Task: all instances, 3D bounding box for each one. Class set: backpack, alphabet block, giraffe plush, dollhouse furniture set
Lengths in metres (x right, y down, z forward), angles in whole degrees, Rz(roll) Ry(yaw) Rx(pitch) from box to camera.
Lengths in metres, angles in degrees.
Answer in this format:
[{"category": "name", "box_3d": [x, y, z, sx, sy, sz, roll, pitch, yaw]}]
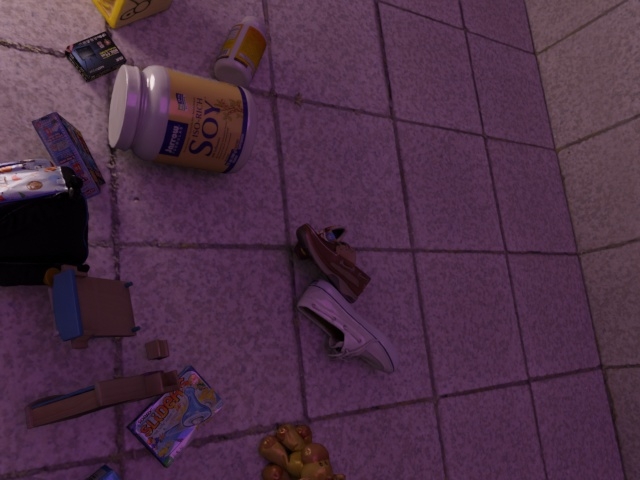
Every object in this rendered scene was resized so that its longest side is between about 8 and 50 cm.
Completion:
[{"category": "backpack", "box_3d": [-0.640, -0.039, 1.125, 0.263, 0.277, 0.213, -18, 48, -37]}, {"category": "alphabet block", "box_3d": [-0.513, -0.724, 1.447, 0.197, 0.192, 0.193, -41, 98, -36]}, {"category": "giraffe plush", "box_3d": [-0.037, 0.584, 1.391, 0.181, 0.170, 0.210, -24, 90, -36]}, {"category": "dollhouse furniture set", "box_3d": [-0.503, 0.222, 1.199, 0.286, 0.198, 0.304, 20, 52, -68]}]

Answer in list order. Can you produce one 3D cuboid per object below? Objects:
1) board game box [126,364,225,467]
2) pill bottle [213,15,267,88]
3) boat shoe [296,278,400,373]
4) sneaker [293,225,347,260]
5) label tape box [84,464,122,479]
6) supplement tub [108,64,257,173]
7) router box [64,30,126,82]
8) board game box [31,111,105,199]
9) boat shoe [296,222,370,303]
[{"category": "board game box", "box_3d": [-0.349, 0.425, 1.316, 0.136, 0.035, 0.201, 51, 56, -11]}, {"category": "pill bottle", "box_3d": [-0.234, -0.572, 1.628, 0.117, 0.117, 0.215, 29, 63, -23]}, {"category": "boat shoe", "box_3d": [0.070, 0.289, 1.570, 0.367, 0.135, 0.156, 47, 56, -10]}, {"category": "sneaker", "box_3d": [0.000, 0.000, 1.637, 0.185, 0.083, 0.070, -32, 95, -35]}, {"category": "label tape box", "box_3d": [-0.454, 0.697, 1.125, 0.249, 0.115, 0.348, -36, 100, -35]}, {"category": "supplement tub", "box_3d": [-0.356, -0.312, 1.399, 0.331, 0.241, 0.241, 5, 74, -32]}, {"category": "router box", "box_3d": [-0.590, -0.484, 1.418, 0.122, 0.038, 0.092, -43, 102, -34]}, {"category": "board game box", "box_3d": [-0.573, -0.179, 1.264, 0.060, 0.194, 0.194, -26, 91, -9]}, {"category": "boat shoe", "box_3d": [0.043, 0.050, 1.576, 0.116, 0.123, 0.324, -41, 130, -2]}]
